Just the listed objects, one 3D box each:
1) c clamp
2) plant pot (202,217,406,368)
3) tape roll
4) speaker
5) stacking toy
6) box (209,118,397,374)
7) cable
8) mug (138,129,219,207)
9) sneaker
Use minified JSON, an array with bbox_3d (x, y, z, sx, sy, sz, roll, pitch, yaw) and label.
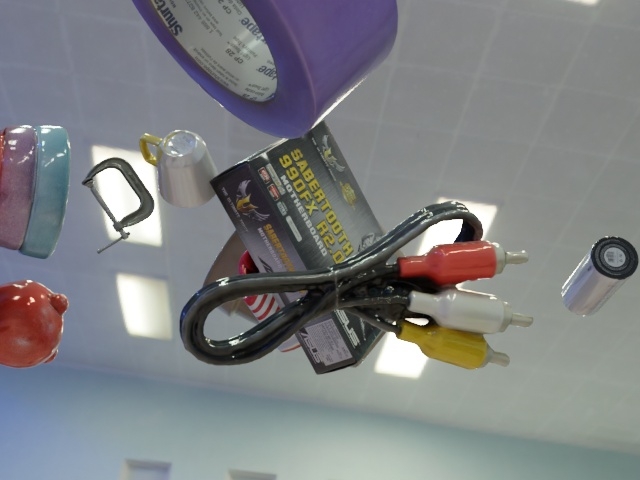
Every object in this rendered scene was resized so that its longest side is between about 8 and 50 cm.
[{"bbox_3d":[-0.380,-0.074,1.465,0.137,0.160,0.022,-27,-10,-20],"label":"c clamp"},{"bbox_3d":[0.008,0.057,1.348,0.280,0.323,0.323,39,-36,8],"label":"plant pot"},{"bbox_3d":[-0.047,-0.163,0.515,0.189,0.080,0.189,39,-18,15],"label":"tape roll"},{"bbox_3d":[0.333,0.046,0.960,0.055,0.055,0.136,3,-23,4],"label":"speaker"},{"bbox_3d":[-0.330,-0.030,0.858,0.131,0.279,0.308,6,-51,-28],"label":"stacking toy"},{"bbox_3d":[0.000,0.000,0.859,0.056,0.183,0.231,-23,-81,32],"label":"box"},{"bbox_3d":[0.038,0.039,0.631,0.287,0.139,0.072,0,14,-23],"label":"cable"},{"bbox_3d":[-0.141,-0.074,0.787,0.078,0.062,0.064,-2,-33,0],"label":"mug"},{"bbox_3d":[-0.022,0.029,1.043,0.087,0.221,0.128,-25,-70,40],"label":"sneaker"}]
